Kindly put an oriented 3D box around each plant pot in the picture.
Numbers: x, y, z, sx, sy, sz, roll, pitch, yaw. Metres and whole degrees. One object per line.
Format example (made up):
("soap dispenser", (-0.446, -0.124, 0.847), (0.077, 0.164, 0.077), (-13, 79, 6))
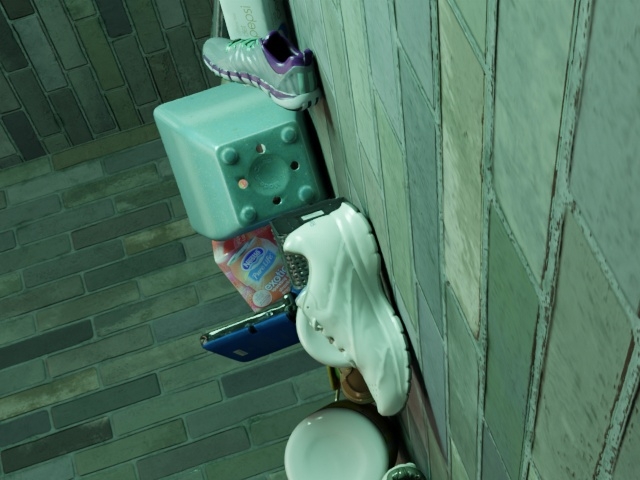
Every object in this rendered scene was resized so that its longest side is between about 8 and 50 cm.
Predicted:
("plant pot", (-0.117, -0.133, 1.921), (0.252, 0.248, 0.247), (-138, 29, -68))

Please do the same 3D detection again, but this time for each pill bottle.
("pill bottle", (0.050, 0.399, 2.131), (0.334, 0.188, 0.188), (24, -134, -80))
("pill bottle", (0.029, 0.117, 1.703), (0.229, 0.131, 0.131), (-179, 70, -89))

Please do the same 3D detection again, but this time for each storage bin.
("storage bin", (-0.001, 0.000, 1.662), (0.180, 0.122, 0.084), (-126, 18, -77))

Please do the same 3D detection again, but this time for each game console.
("game console", (-0.080, 0.082, 1.936), (0.293, 0.250, 0.173), (50, -160, -75))

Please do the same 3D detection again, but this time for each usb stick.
("usb stick", (-0.176, -0.440, 2.068), (0.077, 0.045, 0.278), (-114, 26, -60))

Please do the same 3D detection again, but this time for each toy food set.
("toy food set", (0.062, 0.271, 2.526), (0.218, 0.071, 0.128), (79, -164, -47))

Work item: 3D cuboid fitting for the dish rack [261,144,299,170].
("dish rack", (-0.107, -0.275, 2.252), (0.333, 0.072, 0.285), (-119, 11, -69))

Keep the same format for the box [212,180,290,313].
("box", (-0.117, -0.011, 2.199), (0.142, 0.154, 0.300), (55, -172, -25))

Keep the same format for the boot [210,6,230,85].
("boot", (-0.202, -0.387, 2.422), (0.161, 0.083, 0.246), (54, -147, -62))

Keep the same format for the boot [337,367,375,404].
("boot", (0.058, 0.198, 2.128), (0.213, 0.077, 0.165), (-115, 10, -61))

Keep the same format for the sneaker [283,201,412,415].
("sneaker", (0.040, 0.102, 1.532), (0.111, 0.129, 0.297), (152, 99, -84))

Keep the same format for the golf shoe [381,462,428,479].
("golf shoe", (0.136, 0.430, 1.914), (0.273, 0.105, 0.120), (78, 180, -55))

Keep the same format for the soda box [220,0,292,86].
("soda box", (-0.095, -0.329, 1.678), (0.216, 0.069, 0.074), (76, -153, -49))

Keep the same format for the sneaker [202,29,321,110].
("sneaker", (-0.083, -0.269, 1.594), (0.224, 0.083, 0.098), (29, 137, 33))
